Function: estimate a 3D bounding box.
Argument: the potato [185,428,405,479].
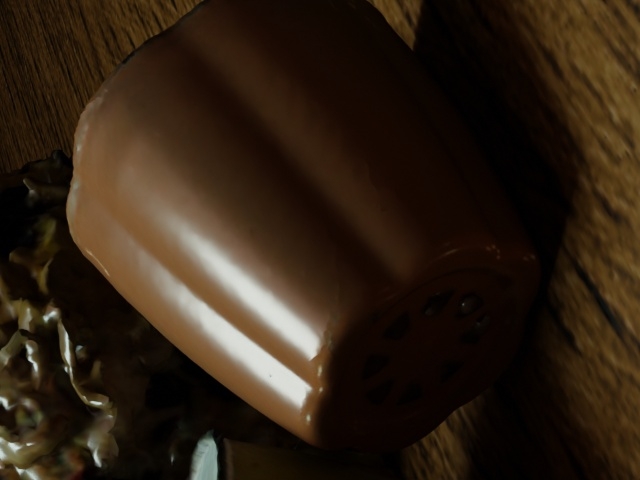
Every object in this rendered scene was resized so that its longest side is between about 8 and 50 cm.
[{"bbox_3d":[0.005,0.253,0.792,0.246,0.196,0.299,-96,22,-69],"label":"potato"}]

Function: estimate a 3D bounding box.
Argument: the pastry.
[{"bbox_3d":[-0.130,0.165,1.017,0.292,0.337,0.405,174,118,-88],"label":"pastry"}]

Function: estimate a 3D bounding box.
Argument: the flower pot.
[{"bbox_3d":[0.000,0.000,0.793,0.173,0.191,0.190,51,146,36],"label":"flower pot"}]
